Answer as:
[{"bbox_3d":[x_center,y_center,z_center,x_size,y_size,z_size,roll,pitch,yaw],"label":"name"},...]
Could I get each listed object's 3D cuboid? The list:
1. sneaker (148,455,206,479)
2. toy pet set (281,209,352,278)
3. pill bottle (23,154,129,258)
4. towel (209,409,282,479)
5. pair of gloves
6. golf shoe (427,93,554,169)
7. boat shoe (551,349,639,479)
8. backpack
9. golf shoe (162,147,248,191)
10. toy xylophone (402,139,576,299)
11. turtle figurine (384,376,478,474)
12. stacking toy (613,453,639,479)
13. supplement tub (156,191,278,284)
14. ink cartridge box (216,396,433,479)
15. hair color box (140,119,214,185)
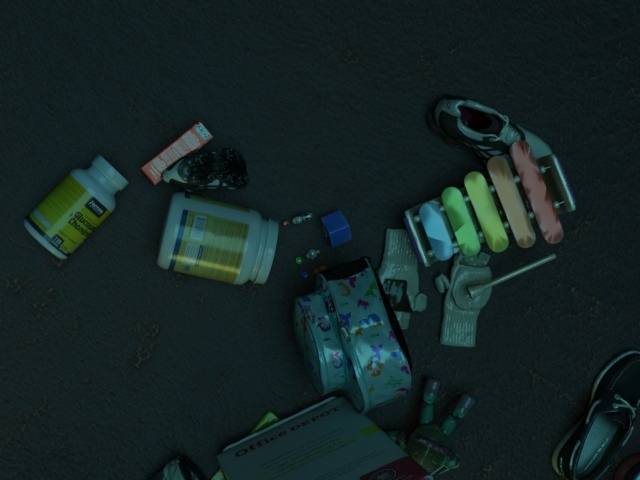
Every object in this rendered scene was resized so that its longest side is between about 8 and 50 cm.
[{"bbox_3d":[-0.236,0.548,1.800,0.122,0.110,0.283,-31,74,12],"label":"sneaker"},{"bbox_3d":[0.000,0.000,1.852,0.114,0.065,0.122,-23,97,-9],"label":"toy pet set"},{"bbox_3d":[-0.434,-0.063,1.750,0.103,0.103,0.184,44,85,-9],"label":"pill bottle"},{"bbox_3d":[-0.138,0.447,1.868,0.102,0.021,0.237,41,85,-10],"label":"towel"},{"bbox_3d":[0.220,0.094,1.909,0.240,0.042,0.204,15,89,-11],"label":"pair of gloves"},{"bbox_3d":[0.340,-0.194,1.881,0.272,0.120,0.105,23,87,-12],"label":"golf shoe"},{"bbox_3d":[0.584,0.360,1.961,0.114,0.091,0.303,31,87,-10],"label":"boat shoe"},{"bbox_3d":[0.058,0.185,1.763,0.191,0.225,0.254,-24,73,-14],"label":"backpack"},{"bbox_3d":[-0.207,-0.126,1.774,0.093,0.198,0.077,-11,83,29],"label":"golf shoe"},{"bbox_3d":[0.330,-0.031,1.851,0.322,0.081,0.236,-29,91,3],"label":"toy xylophone"},{"bbox_3d":[0.206,0.393,1.887,0.175,0.118,0.234,29,82,-10],"label":"turtle figurine"},{"bbox_3d":[0.636,0.604,1.963,0.308,0.130,0.280,-32,97,-7],"label":"stacking toy"},{"bbox_3d":[-0.187,0.000,1.777,0.199,0.144,0.144,13,90,-10],"label":"supplement tub"},{"bbox_3d":[0.011,0.449,1.697,0.279,0.384,0.161,-22,108,-14],"label":"ink cartridge box"},{"bbox_3d":[-0.264,-0.159,1.793,0.141,0.072,0.043,-40,98,-8],"label":"hair color box"}]
